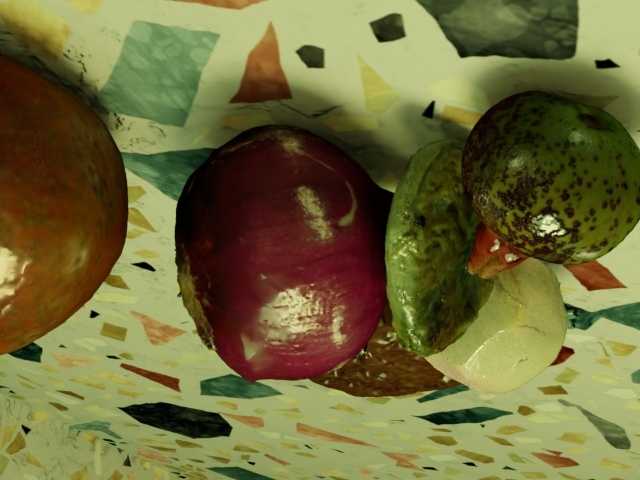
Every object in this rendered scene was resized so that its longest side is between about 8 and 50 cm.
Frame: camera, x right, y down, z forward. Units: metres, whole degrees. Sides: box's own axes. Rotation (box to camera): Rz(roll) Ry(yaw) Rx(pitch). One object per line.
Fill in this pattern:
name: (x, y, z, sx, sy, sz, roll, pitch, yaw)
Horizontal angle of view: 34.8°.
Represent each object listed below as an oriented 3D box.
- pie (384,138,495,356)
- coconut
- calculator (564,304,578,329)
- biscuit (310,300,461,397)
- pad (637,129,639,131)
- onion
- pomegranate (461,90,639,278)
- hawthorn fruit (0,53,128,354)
pie: (0.159, 0.008, 1.277, 0.078, 0.277, 0.277, 13, 158, 28)
coconut: (0.237, 0.103, 1.492, 0.227, 0.227, 0.230, -12, 153, 40)
calculator: (0.377, 0.119, 1.699, 0.094, 0.019, 0.141, -9, 148, 32)
biscuit: (0.065, 0.140, 1.710, 0.395, 0.166, 0.342, 27, 153, -31)
pad: (0.376, -0.234, 0.920, 0.249, 0.055, 0.323, 6, 137, 11)
onion: (0.000, 0.000, 1.336, 0.385, 0.348, 0.348, -18, 160, -16)
pomegranate: (0.244, -0.047, 1.170, 0.214, 0.214, 0.248, 22, 126, -20)
hawthorn fruit: (-0.420, -0.039, 1.326, 0.402, 0.403, 0.403, 10, 155, 5)
